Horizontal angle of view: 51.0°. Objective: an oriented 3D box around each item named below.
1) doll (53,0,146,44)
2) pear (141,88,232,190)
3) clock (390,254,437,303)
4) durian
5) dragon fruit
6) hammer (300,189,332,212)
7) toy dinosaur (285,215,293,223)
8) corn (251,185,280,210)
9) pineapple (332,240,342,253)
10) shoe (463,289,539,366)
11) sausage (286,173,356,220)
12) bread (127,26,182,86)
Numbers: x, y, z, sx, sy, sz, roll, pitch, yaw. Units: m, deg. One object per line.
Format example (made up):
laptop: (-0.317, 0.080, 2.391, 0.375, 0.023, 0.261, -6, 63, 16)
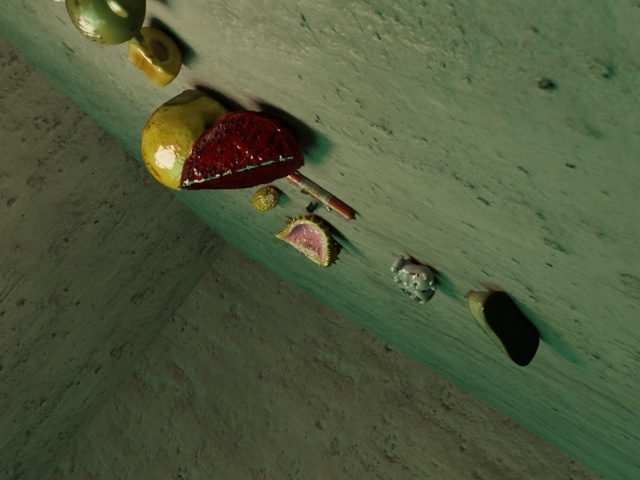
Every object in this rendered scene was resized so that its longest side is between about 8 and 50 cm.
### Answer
doll: (-0.458, -0.499, 1.314, 0.260, 0.162, 0.177, 39, 168, 1)
pear: (-0.322, -0.249, 1.727, 0.271, 0.271, 0.271, 35, 170, 7)
clock: (0.277, 0.119, 1.855, 0.117, 0.080, 0.176, 27, 164, 38)
durian: (-0.028, -0.006, 2.169, 0.182, 0.132, 0.165, 25, 172, 35)
dragon fruit: (-0.163, -0.217, 1.589, 0.316, 0.152, 0.205, -12, 172, 22)
hammer: (-0.023, -0.110, 1.977, 0.103, 0.029, 0.246, 37, 171, -5)
toy dinosaur: (-0.085, -0.059, 2.430, 0.119, 0.029, 0.060, 24, 180, 31)
corn: (-0.186, -0.137, 2.241, 0.080, 0.080, 0.238, 39, 170, -11)
pineapple: (0.000, 0.000, 2.287, 0.159, 0.074, 0.074, 30, 171, -8)
shoe: (0.451, 0.212, 1.659, 0.275, 0.103, 0.098, 50, 166, -30)
sausage: (-0.005, -0.128, 1.824, 0.253, 0.034, 0.034, 35, 170, 11)
bread: (-0.380, -0.433, 1.559, 0.134, 0.085, 0.173, 44, 169, -19)
